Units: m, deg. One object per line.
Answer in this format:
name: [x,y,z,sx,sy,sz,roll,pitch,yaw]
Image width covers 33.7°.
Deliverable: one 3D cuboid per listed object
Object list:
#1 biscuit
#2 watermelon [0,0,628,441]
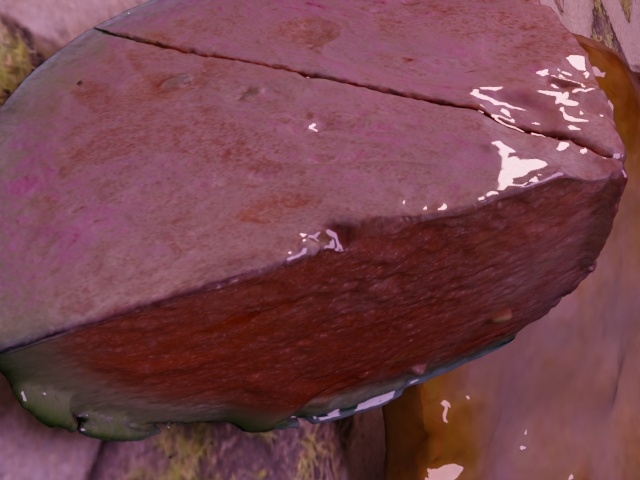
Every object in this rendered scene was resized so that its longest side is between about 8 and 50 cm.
biscuit: [0.175,0.070,0.801,0.429,0.104,0.446,-22,107,-43]
watermelon: [0.005,0.004,0.519,0.319,0.292,0.222,-113,-168,-56]
